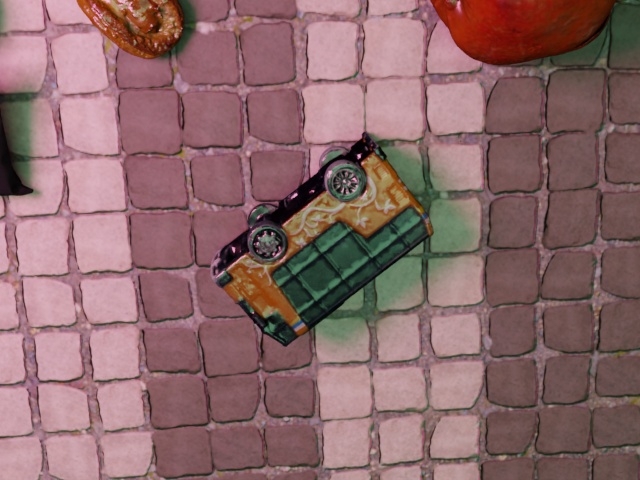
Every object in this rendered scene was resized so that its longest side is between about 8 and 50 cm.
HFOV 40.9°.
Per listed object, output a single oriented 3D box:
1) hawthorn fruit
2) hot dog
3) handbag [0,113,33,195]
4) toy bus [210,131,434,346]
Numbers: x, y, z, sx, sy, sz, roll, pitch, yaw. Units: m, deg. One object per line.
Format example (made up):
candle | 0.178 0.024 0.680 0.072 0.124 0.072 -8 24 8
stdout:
hawthorn fruit | 0.274 -0.316 1.042 0.298 0.211 0.211 2 106 -13
hot dog | -0.242 -0.298 1.092 0.099 0.065 0.147 -44 101 0
handbag | -0.518 -0.138 1.094 0.254 0.089 0.211 -1 133 1
toy bus | 0.000 0.000 1.148 0.275 0.138 0.167 -37 106 6
